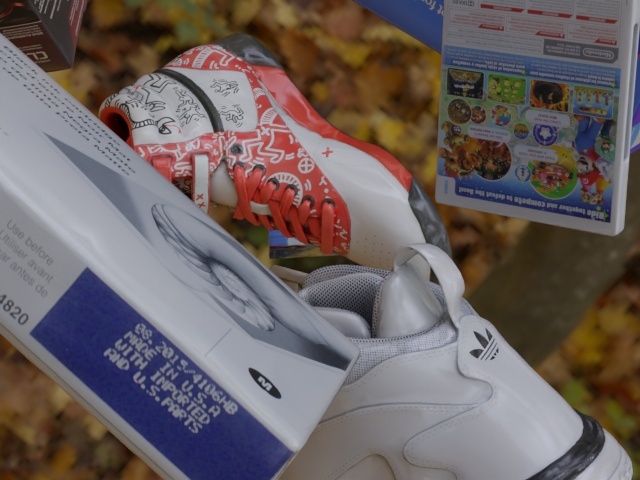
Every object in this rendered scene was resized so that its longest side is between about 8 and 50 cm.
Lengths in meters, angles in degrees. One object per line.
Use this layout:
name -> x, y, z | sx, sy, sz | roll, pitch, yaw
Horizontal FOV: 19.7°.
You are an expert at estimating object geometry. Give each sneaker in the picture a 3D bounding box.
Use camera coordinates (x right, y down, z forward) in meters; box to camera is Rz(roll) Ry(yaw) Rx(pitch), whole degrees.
sneaker -> -0.042, -0.033, 1.272 | 0.145, 0.090, 0.270 | -27, 54, -27
sneaker -> 0.001, 0.144, 1.167 | 0.210, 0.366, 0.137 | 55, 35, -6

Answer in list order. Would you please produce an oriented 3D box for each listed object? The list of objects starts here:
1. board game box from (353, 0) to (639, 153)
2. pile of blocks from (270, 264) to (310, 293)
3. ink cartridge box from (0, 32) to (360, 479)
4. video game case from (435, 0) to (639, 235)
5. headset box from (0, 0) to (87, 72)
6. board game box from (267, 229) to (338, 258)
board game box -> 0.139, -0.250, 1.389 | 0.347, 0.233, 0.078 | 34, 36, 22
pile of blocks -> -0.001, 0.111, 1.687 | 0.362, 0.113, 0.149 | 13, -21, 18
ink cartridge box -> -0.083, -0.008, 0.684 | 0.223, 0.045, 0.224 | 42, 10, 0
video game case -> 0.091, -0.068, 0.777 | 0.087, 0.122, 0.011 | 12, 20, 29
headset box -> -0.288, -0.295, 1.594 | 0.293, 0.110, 0.218 | 61, 29, -54
board game box -> 0.000, 0.000, 1.576 | 0.090, 0.090, 0.020 | 101, -15, -83
